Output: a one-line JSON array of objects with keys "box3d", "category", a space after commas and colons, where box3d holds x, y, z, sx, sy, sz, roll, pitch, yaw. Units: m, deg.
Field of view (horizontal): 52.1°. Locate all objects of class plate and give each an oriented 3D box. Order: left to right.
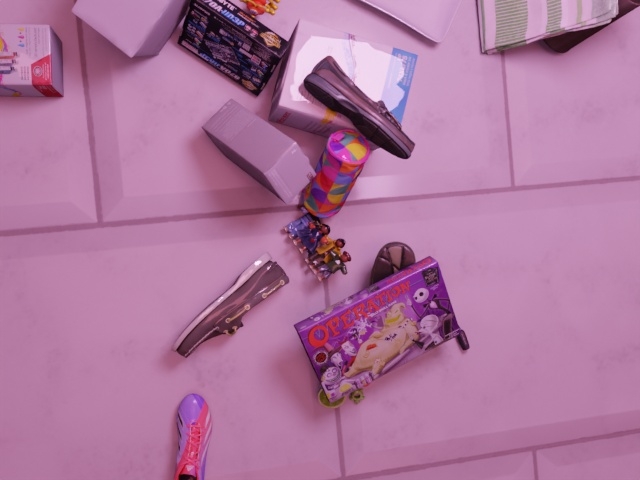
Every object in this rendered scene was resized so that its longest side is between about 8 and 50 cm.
[{"box3d": [0.224, -0.650, 1.567, 0.278, 0.045, 0.277, 26, 87, -9], "category": "plate"}]

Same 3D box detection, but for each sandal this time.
[{"box3d": [0.146, 0.142, 1.543, 0.120, 0.086, 0.302, 21, 103, -4], "category": "sandal"}]

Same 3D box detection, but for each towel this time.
[{"box3d": [0.507, -0.583, 1.505, 0.038, 0.325, 0.247, -8, 92, -45], "category": "towel"}]

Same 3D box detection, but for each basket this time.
[{"box3d": [0.634, -0.571, 1.535, 0.154, 0.227, 0.204, -29, 102, -28], "category": "basket"}]

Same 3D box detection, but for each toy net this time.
[{"box3d": [0.069, 0.287, 1.526, 0.122, 0.045, 0.232, 10, 110, -5], "category": "toy net"}]

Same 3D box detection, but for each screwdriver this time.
[{"box3d": [0.328, 0.193, 1.622, 0.025, 0.024, 0.169, -26, 89, 20], "category": "screwdriver"}]

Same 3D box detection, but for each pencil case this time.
[{"box3d": [0.027, -0.142, 1.444, 0.105, 0.236, 0.104, 10, 57, -15], "category": "pencil case"}]

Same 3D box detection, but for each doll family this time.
[{"box3d": [0.000, 0.000, 1.529, 0.111, 0.076, 0.193, -34, 94, -3], "category": "doll family"}]

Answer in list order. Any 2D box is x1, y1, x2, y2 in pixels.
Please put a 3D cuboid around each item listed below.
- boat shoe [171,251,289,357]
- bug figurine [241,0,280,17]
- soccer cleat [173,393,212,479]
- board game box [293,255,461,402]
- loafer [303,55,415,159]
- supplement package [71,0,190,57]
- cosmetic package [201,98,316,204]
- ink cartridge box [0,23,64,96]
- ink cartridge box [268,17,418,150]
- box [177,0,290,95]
[{"box3d": [-0.201, 0.159, 1.476, 0.305, 0.109, 0.091, -44, 93, -11], "category": "boat shoe"}, {"box3d": [-0.211, -0.628, 1.477, 0.279, 0.072, 0.216, 18, 88, -10], "category": "bug figurine"}, {"box3d": [-0.289, 0.473, 1.472, 0.083, 0.095, 0.247, 6, 90, -10], "category": "soccer cleat"}, {"box3d": [0.134, 0.200, 1.470, 0.347, 0.056, 0.208, -26, 110, -9], "category": "board game box"}, {"box3d": [0.094, -0.273, 1.332, 0.268, 0.096, 0.084, 36, 80, -8], "category": "loafer"}, {"box3d": [-0.369, -0.503, 1.356, 0.149, 0.203, 0.194, 37, 105, -9], "category": "supplement package"}, {"box3d": [-0.132, -0.194, 1.411, 0.107, 0.238, 0.127, -44, 143, -6], "category": "cosmetic package"}, {"box3d": [-0.644, -0.375, 1.374, 0.176, 0.127, 0.128, -2, 92, -10], "category": "ink cartridge box"}, {"box3d": [0.042, -0.338, 1.465, 0.270, 0.198, 0.197, 14, 89, -11], "category": "ink cartridge box"}, {"box3d": [-0.194, -0.431, 1.430, 0.220, 0.175, 0.051, 32, 64, -9], "category": "box"}]
